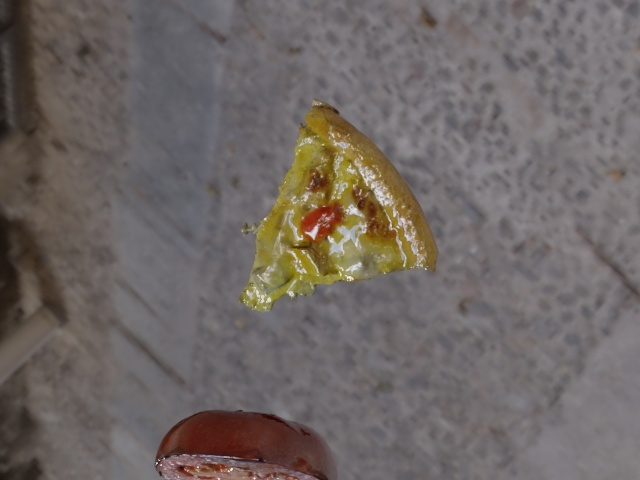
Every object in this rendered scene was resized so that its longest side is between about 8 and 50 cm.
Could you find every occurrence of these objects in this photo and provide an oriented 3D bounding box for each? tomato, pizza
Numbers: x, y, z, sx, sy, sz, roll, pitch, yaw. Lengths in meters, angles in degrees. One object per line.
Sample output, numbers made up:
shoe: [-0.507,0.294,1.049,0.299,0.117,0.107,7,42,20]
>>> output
tomato: [-0.080,0.248,1.663,0.225,0.085,0.225,10,158,4]
pizza: [0.000,0.000,1.915,0.280,0.288,0.075,45,-168,10]
